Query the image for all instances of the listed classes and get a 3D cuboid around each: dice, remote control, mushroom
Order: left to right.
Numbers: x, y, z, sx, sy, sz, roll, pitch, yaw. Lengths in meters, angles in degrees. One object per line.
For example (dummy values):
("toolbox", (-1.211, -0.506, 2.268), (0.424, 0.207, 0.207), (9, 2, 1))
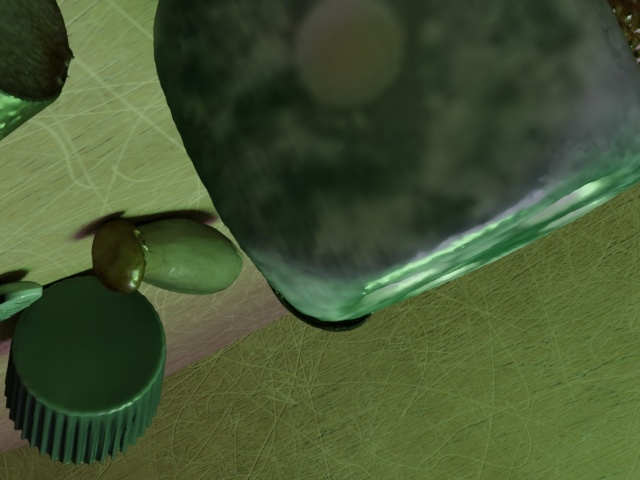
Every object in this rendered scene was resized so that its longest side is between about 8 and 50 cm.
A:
("remote control", (-0.530, 0.114, 1.468), (0.256, 0.045, 0.097), (-27, 170, 29))
("mushroom", (-0.237, 0.026, 1.506), (0.128, 0.128, 0.350), (-29, 168, 21))
("dice", (0.083, -0.137, 0.828), (0.328, 0.330, 0.348), (-28, 169, 16))

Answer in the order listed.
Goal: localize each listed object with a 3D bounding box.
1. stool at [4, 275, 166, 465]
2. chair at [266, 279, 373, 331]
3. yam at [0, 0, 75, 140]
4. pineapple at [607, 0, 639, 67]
("stool", (-0.421, 0.229, 1.688), (0.297, 0.297, 0.330), (-22, 165, -22))
("chair", (0.097, -0.036, 1.590), (0.226, 0.226, 0.401), (-34, -177, 41))
("yam", (-0.301, -0.095, 0.608), (0.268, 0.161, 0.161), (-31, 169, 15))
("pineapple", (0.300, -0.279, 1.241), (0.365, 0.165, 0.165), (-12, 166, -24))
